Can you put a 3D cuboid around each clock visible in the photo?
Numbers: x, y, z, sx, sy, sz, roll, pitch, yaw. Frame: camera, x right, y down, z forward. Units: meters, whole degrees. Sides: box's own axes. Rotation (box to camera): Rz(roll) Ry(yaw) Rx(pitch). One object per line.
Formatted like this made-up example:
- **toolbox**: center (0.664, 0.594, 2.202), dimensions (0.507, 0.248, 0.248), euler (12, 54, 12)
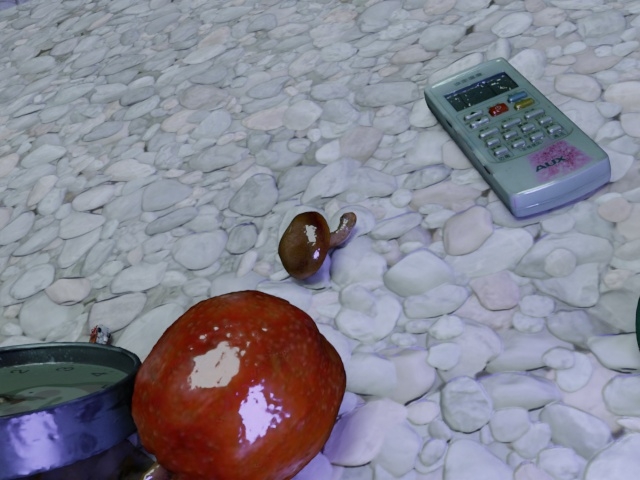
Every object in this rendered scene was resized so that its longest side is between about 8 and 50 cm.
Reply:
- **clock**: center (-0.355, 0.182, 0.908), dimensions (0.319, 0.066, 0.319), euler (-4, 7, 1)

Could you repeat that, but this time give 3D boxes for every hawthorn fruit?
- **hawthorn fruit**: center (-0.097, 0.172, 0.829), dimensions (0.205, 0.205, 0.253), euler (20, 59, 40)

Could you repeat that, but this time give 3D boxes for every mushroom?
- **mushroom**: center (-0.008, -0.008, 1.099), dimensions (0.129, 0.073, 0.088), euler (-42, 12, -28)

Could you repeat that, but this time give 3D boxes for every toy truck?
- **toy truck**: center (-0.302, 0.144, 1.095), dimensions (0.032, 0.024, 0.083), euler (-38, 33, 29)

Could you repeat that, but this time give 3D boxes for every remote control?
- **remote control**: center (0.270, -0.158, 1.162), dimensions (0.145, 0.050, 0.344), euler (-23, 37, -1)

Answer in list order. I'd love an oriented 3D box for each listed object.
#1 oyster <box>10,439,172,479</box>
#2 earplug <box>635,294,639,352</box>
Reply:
- **oyster**: center (-0.308, 0.271, 0.888), dimensions (0.396, 0.111, 0.204), euler (6, 13, 24)
- **earplug**: center (0.434, 0.101, 0.726), dimensions (0.280, 0.164, 0.257), euler (9, 10, 18)
